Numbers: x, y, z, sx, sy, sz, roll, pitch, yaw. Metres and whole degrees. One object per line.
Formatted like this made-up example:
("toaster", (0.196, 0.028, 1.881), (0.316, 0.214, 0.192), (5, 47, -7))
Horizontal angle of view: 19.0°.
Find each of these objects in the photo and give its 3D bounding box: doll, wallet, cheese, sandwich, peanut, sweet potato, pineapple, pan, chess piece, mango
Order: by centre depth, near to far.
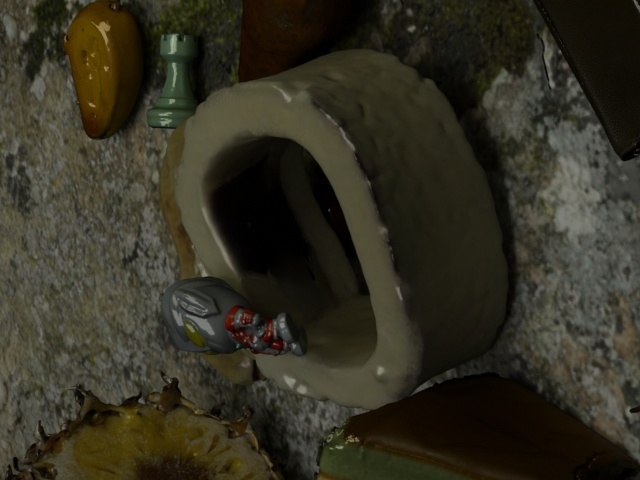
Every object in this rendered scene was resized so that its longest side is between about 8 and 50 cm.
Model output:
("wallet", (0.245, -0.177, 1.613), (0.110, 0.031, 0.198), (-42, 68, 46))
("sandwich", (0.139, 0.240, 1.689), (0.198, 0.227, 0.155), (35, 125, 41))
("doll", (-0.089, 0.075, 1.790), (0.180, 0.094, 0.079), (12, 68, 38))
("cheese", (0.019, -0.006, 1.806), (0.292, 0.153, 0.332), (-20, 91, 50))
("sweet potato", (-0.022, -0.238, 1.861), (0.112, 0.112, 0.359), (61, 157, 20))
("pan", (0.000, 0.000, 1.959), (0.068, 0.023, 0.115), (23, 116, 44))
("peanut", (-0.096, 0.009, 1.997), (0.130, 0.130, 0.290), (-8, 93, 51))
("pineapple", (-0.199, 0.344, 2.063), (0.352, 0.352, 0.300), (60, 147, 22))
("chess piece", (-0.154, -0.173, 2.078), (0.067, 0.067, 0.103), (6, 94, 50))
("mango", (-0.244, -0.196, 2.176), (0.101, 0.066, 0.187), (29, 126, 34))

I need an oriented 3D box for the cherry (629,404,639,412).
("cherry", (0.366, 0.137, 1.432), (0.250, 0.175, 0.192), (48, 141, 30))
